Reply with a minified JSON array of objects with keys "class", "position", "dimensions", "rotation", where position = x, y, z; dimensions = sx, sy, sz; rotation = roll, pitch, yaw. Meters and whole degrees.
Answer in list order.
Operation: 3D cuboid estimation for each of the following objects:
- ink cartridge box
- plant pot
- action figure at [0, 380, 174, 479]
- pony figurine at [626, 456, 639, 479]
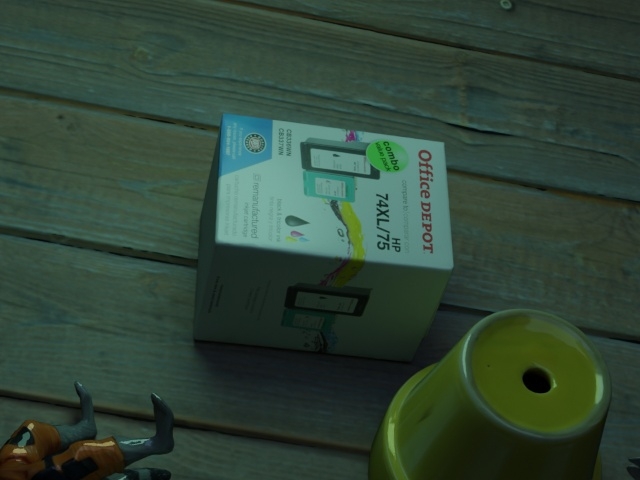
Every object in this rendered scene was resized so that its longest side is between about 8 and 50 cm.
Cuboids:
[{"class":"ink cartridge box","position":[0.000,0.000,1.746],"dimensions":[0.270,0.197,0.198],"rotation":[6,52,-9]},{"class":"plant pot","position":[0.199,0.207,1.606],"dimensions":[0.254,0.239,0.254],"rotation":[7,52,-9]},{"class":"action figure","position":[-0.278,0.284,1.463],"dimensions":[0.341,0.178,0.330],"rotation":[15,47,46]},{"class":"pony figurine","position":[0.482,0.373,1.527],"dimensions":[0.364,0.303,0.351],"rotation":[-12,81,-2]}]
